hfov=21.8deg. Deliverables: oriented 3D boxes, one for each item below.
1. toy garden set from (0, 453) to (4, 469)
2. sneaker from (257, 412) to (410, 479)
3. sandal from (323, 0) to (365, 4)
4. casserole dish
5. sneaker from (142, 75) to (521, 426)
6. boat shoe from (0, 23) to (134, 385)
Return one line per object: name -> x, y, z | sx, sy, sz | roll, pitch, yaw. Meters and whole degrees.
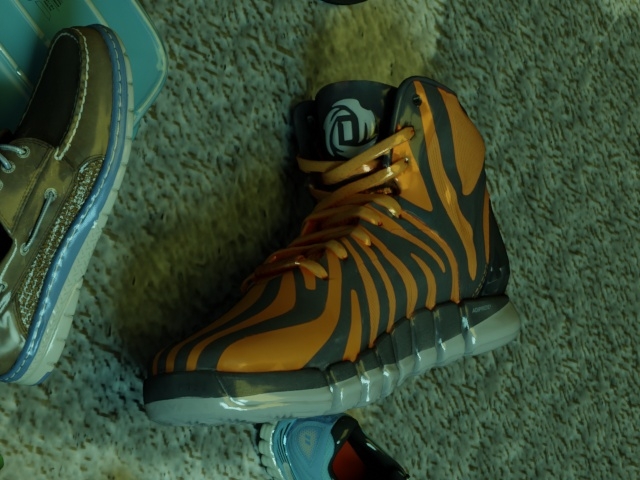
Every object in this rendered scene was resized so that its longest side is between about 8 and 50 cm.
toy garden set -> -0.261, 0.079, 0.737 | 0.204, 0.049, 0.244 | -47, 122, -35
sneaker -> 0.024, 0.165, 1.018 | 0.063, 0.073, 0.162 | -52, 125, -33
sandal -> -0.009, -0.197, 1.004 | 0.179, 0.040, 0.067 | 29, 69, -42
casserole dish -> -0.144, -0.116, 0.868 | 0.188, 0.037, 0.114 | 54, 54, -31
sneaker -> 0.000, 0.000, 0.975 | 0.321, 0.124, 0.180 | -16, 98, -56
boat shoe -> -0.143, -0.021, 0.809 | 0.066, 0.066, 0.183 | 14, 88, -39
